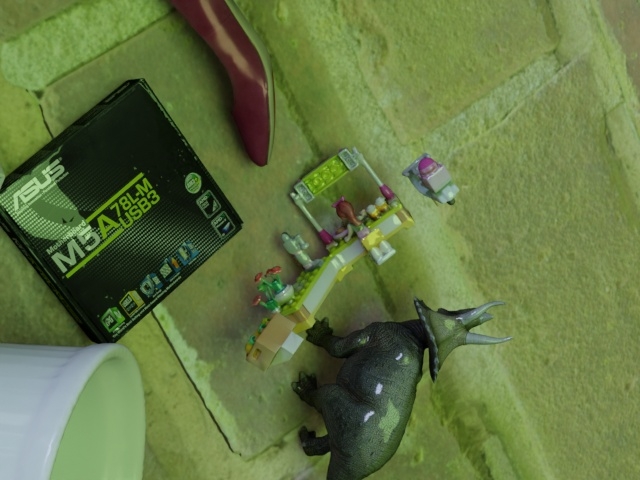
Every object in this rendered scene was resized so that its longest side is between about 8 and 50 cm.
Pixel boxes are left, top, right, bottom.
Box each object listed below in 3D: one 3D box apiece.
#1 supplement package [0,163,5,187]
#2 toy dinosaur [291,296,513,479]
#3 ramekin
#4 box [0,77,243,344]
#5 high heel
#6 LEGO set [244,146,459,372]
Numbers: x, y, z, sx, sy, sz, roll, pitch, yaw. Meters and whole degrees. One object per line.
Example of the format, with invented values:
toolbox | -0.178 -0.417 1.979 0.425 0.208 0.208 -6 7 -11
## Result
supplement package | -0.410 -0.033 0.940 0.262 0.145 0.204 16 113 -32
toy dinosaur | 0.046 0.165 1.273 0.121 0.160 0.313 43 72 -27
ramekin | -0.251 0.215 1.032 0.135 0.277 0.277 8 90 8
box | -0.194 -0.027 1.174 0.190 0.045 0.184 -42 117 -22
high heel | -0.109 -0.186 1.210 0.117 0.082 0.244 -7 115 0
LEGO set | 0.000 0.000 1.257 0.287 0.132 0.107 -42 106 -15
